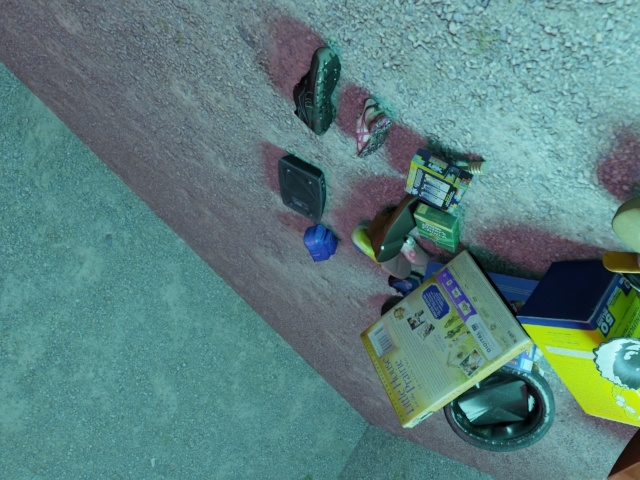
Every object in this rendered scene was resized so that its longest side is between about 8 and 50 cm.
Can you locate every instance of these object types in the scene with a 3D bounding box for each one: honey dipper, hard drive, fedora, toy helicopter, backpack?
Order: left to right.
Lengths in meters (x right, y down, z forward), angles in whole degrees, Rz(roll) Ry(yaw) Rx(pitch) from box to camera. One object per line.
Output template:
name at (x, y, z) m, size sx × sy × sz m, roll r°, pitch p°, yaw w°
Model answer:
hard drive at (-0.056, -0.168, 1.661) m, size 0.172 × 0.054 × 0.255 m, roll 30°, pitch 155°, yaw 16°
backpack at (0.000, 0.000, 1.839) m, size 0.101 × 0.098 × 0.120 m, roll -17°, pitch 128°, yaw 26°
honey dipper at (0.316, -0.171, 1.190) m, size 0.160 × 0.030 × 0.030 m, roll 11°, pitch 145°, yaw 51°
fedora at (0.562, 0.502, 1.623) m, size 0.334 × 0.334 × 0.152 m, roll 33°, pitch -166°, yaw 10°
toy helicopter at (0.696, 0.041, 0.921) m, size 0.355 × 0.140 × 0.235 m, roll 34°, pitch 158°, yaw 3°

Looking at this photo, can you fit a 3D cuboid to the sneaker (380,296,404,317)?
sneaker at (0.323, 0.299, 1.872) m, size 0.125 × 0.140 × 0.340 m, roll 45°, pitch 156°, yaw -20°

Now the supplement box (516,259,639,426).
supplement box at (0.668, 0.239, 1.187) m, size 0.356 × 0.194 × 0.195 m, roll 50°, pitch 157°, yaw -16°

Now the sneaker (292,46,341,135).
sneaker at (-0.021, -0.359, 1.221) m, size 0.106 × 0.101 × 0.267 m, roll 34°, pitch 155°, yaw 13°

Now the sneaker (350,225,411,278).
sneaker at (0.192, 0.033, 1.672) m, size 0.240 × 0.091 × 0.126 m, roll 42°, pitch 174°, yaw -12°

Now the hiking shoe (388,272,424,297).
hiking shoe at (0.348, 0.213, 1.693) m, size 0.304 × 0.132 × 0.113 m, roll 30°, pitch 155°, yaw 16°

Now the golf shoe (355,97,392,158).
golf shoe at (0.120, -0.273, 1.243) m, size 0.086 × 0.067 × 0.186 m, roll 60°, pitch 161°, yaw 15°

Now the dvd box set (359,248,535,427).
dvd box set at (0.326, 0.270, 1.398) m, size 0.062 × 0.420 × 0.308 m, roll 24°, pitch -150°, yaw -44°

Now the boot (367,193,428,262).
boot at (0.205, -0.059, 1.452) m, size 0.115 × 0.112 × 0.305 m, roll 66°, pitch 153°, yaw 25°

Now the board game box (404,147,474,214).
board game box at (0.279, -0.139, 1.221) m, size 0.141 × 0.048 × 0.170 m, roll 31°, pitch 168°, yaw 12°

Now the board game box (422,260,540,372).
board game box at (0.435, 0.203, 1.425) m, size 0.347 × 0.234 × 0.078 m, roll 11°, pitch 170°, yaw 45°

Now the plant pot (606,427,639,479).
plant pot at (0.992, 0.596, 1.374) m, size 0.267 × 0.236 × 0.267 m, roll 26°, pitch 154°, yaw 23°

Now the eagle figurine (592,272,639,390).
eagle figurine at (0.720, 0.191, 0.998) m, size 0.298 × 0.226 × 0.225 m, roll 12°, pitch 115°, yaw 33°

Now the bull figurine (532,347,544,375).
bull figurine at (0.590, 0.366, 1.681) m, size 0.188 × 0.101 × 0.310 m, roll 39°, pitch 158°, yaw -13°

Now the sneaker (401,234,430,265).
sneaker at (0.274, 0.022, 1.553) m, size 0.152 × 0.054 × 0.061 m, roll 36°, pitch 153°, yaw 6°

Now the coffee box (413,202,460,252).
coffee box at (0.315, -0.032, 1.363) m, size 0.113 × 0.040 × 0.184 m, roll 27°, pitch 169°, yaw 23°
